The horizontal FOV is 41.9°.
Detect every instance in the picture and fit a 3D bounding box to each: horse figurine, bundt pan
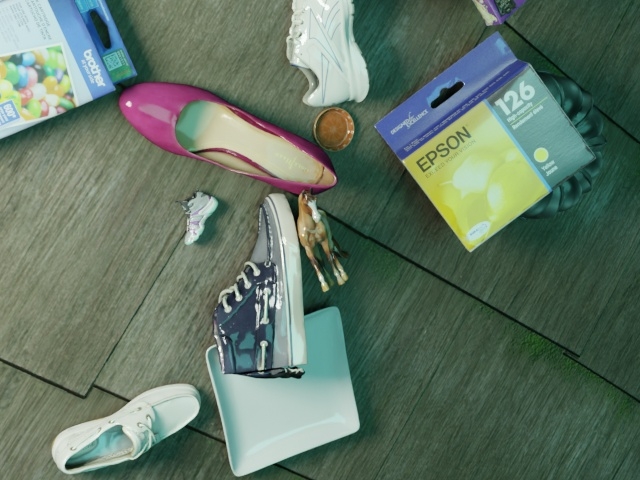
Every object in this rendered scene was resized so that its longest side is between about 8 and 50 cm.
[{"bbox_3d":[0.000,0.000,1.515,0.066,0.263,0.174,-22,88,6],"label":"horse figurine"},{"bbox_3d":[0.459,-0.193,1.729,0.331,0.124,0.330,-5,103,-25],"label":"bundt pan"}]

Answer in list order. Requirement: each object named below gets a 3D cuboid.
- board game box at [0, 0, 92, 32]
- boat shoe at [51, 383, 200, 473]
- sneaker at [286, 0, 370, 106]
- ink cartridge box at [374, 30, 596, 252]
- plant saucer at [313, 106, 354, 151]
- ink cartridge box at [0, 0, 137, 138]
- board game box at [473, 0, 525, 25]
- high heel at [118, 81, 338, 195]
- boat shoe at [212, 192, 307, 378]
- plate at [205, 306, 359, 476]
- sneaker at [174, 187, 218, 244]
[{"bbox_3d":[-0.491,-0.309,1.311,0.212,0.039,0.160,23,91,-26],"label":"board game box"},{"bbox_3d":[-0.334,0.346,1.488,0.277,0.096,0.098,-23,109,-19],"label":"boat shoe"},{"bbox_3d":[-0.004,-0.376,1.488,0.129,0.111,0.297,-21,108,-14],"label":"sneaker"},{"bbox_3d":[0.314,-0.189,1.597,0.304,0.072,0.307,-38,97,5],"label":"ink cartridge box"},{"bbox_3d":[0.024,-0.211,1.584,0.084,0.013,0.083,-6,104,-23],"label":"plant saucer"},{"bbox_3d":[-0.452,-0.276,1.282,0.311,0.065,0.185,-28,112,-19],"label":"ink cartridge box"},{"bbox_3d":[0.365,-0.563,1.445,0.347,0.056,0.208,-44,118,-11],"label":"board game box"},{"bbox_3d":[-0.148,-0.177,1.417,0.377,0.181,0.127,15,94,-27],"label":"high heel"},{"bbox_3d":[-0.119,0.086,1.503,0.158,0.127,0.340,-5,84,-14],"label":"boat shoe"},{"bbox_3d":[-0.072,0.288,1.626,0.278,0.045,0.277,-17,108,-21],"label":"plate"},{"bbox_3d":[-0.234,-0.047,1.488,0.069,0.038,0.098,33,77,-25],"label":"sneaker"}]
